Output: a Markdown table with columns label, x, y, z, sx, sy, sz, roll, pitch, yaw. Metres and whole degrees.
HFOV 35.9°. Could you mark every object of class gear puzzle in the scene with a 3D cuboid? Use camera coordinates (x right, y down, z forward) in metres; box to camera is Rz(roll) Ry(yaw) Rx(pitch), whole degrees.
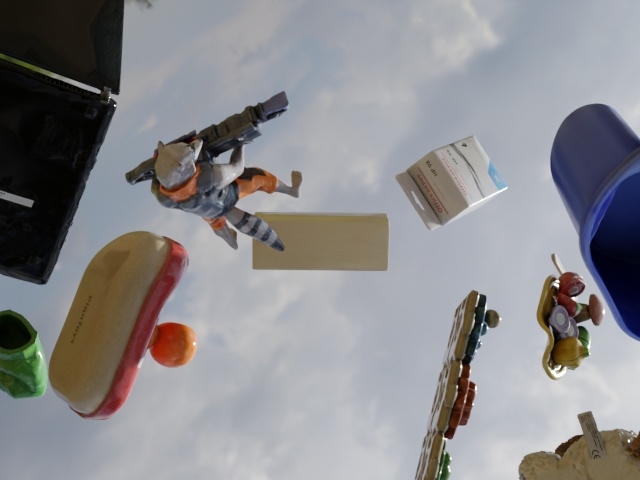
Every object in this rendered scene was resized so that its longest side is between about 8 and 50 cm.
| label | x | y | z | sx | sy | sz | roll | pitch | yaw |
| --- | --- | --- | --- | --- | --- | --- | --- | --- | --- |
| gear puzzle | 0.142 | 0.227 | 1.103 | 0.175 | 0.044 | 0.338 | 83 | 22 | -78 |

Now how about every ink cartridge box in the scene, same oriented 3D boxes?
| label | x | y | z | sx | sy | sz | roll | pitch | yaw |
| --- | --- | --- | --- | --- | --- | --- | --- | --- | --- |
| ink cartridge box | 0.203 | -0.090 | 1.515 | 0.060 | 0.104 | 0.180 | -37 | 172 | 37 |

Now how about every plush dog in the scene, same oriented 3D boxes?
| label | x | y | z | sx | sy | sz | roll | pitch | yaw |
| --- | --- | --- | --- | --- | --- | --- | --- | --- | --- |
| plush dog | 0.463 | 0.354 | 1.506 | 0.210 | 0.262 | 0.225 | -60 | 157 | 6 |

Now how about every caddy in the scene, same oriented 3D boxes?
| label | x | y | z | sx | sy | sz | roll | pitch | yaw |
| --- | --- | --- | --- | --- | --- | --- | --- | --- | --- |
| caddy | 0.386 | -0.023 | 1.017 | 0.241 | 0.341 | 0.179 | -29 | -137 | 12 |

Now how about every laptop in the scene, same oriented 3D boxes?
| label | x | y | z | sx | sy | sz | roll | pitch | yaw |
| --- | --- | --- | --- | --- | --- | --- | --- | --- | --- |
| laptop | -0.296 | -0.131 | 0.795 | 0.136 | 0.234 | 0.264 | 40 | -71 | 60 |

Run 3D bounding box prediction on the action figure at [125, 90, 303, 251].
| label | x | y | z | sx | sy | sz | roll | pitch | yaw |
| --- | --- | --- | --- | --- | --- | --- | --- | --- | --- |
| action figure | -0.156 | -0.109 | 1.760 | 0.341 | 0.330 | 0.178 | -28 | -118 | 25 |

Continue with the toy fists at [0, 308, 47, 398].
| label | x | y | z | sx | sy | sz | roll | pitch | yaw |
| --- | --- | --- | --- | --- | --- | --- | --- | --- | --- |
| toy fists | -0.563 | 0.171 | 1.680 | 0.279 | 0.142 | 0.096 | 29 | -128 | 30 |

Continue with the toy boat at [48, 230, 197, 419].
| label | x | y | z | sx | sy | sz | roll | pitch | yaw |
| --- | --- | --- | --- | --- | --- | --- | --- | --- | --- |
| toy boat | -0.215 | 0.108 | 1.186 | 0.151 | 0.151 | 0.231 | 13 | -99 | 57 |

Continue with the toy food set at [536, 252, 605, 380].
| label | x | y | z | sx | sy | sz | roll | pitch | yaw |
| --- | --- | --- | --- | --- | --- | --- | --- | --- | --- |
| toy food set | 0.391 | 0.116 | 1.519 | 0.071 | 0.128 | 0.218 | -9 | -144 | 31 |

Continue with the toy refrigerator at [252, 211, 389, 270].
| label | x | y | z | sx | sy | sz | roll | pitch | yaw |
| --- | --- | --- | --- | --- | --- | --- | --- | --- | --- |
| toy refrigerator | 0.000 | 0.000 | 1.984 | 0.270 | 0.102 | 0.094 | 0 | -165 | 0 |
